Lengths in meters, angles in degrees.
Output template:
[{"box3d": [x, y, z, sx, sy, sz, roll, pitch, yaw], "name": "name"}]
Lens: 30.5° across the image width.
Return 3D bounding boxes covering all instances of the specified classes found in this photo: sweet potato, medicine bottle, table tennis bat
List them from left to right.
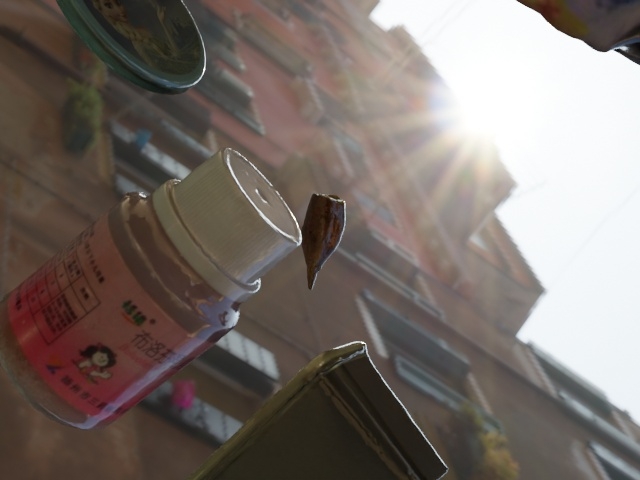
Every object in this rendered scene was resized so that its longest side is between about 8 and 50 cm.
[{"box3d": [-0.174, -0.211, 0.902, 0.038, 0.237, 0.149, -35, -171, 29], "name": "table tennis bat"}, {"box3d": [-0.140, 0.038, 0.959, 0.247, 0.147, 0.147, -38, -151, 13], "name": "medicine bottle"}, {"box3d": [0.000, 0.000, 1.340, 0.049, 0.049, 0.117, -4, -108, 59], "name": "sweet potato"}]

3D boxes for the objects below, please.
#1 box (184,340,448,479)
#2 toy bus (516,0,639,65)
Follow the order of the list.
[{"box3d": [-0.010, 0.261, 1.272, 0.274, 0.178, 0.138, -47, 164, 23], "name": "box"}, {"box3d": [0.069, -0.122, 0.348, 0.112, 0.274, 0.090, -55, -158, 22], "name": "toy bus"}]
